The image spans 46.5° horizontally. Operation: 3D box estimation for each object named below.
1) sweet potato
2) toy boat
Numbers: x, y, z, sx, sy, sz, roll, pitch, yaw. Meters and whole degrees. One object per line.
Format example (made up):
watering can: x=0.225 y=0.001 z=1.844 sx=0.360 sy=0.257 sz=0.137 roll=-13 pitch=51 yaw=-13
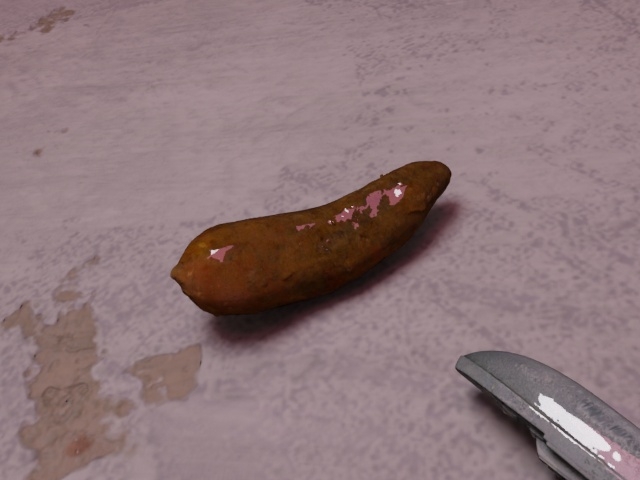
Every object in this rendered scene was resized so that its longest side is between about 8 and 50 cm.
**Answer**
sweet potato: x=0.001 y=0.001 z=0.712 sx=0.292 sy=0.097 sz=0.097 roll=-20 pitch=45 yaw=-17
toy boat: x=0.192 y=0.162 z=0.520 sx=0.085 sy=0.078 sz=0.260 roll=-50 pitch=53 yaw=-2
